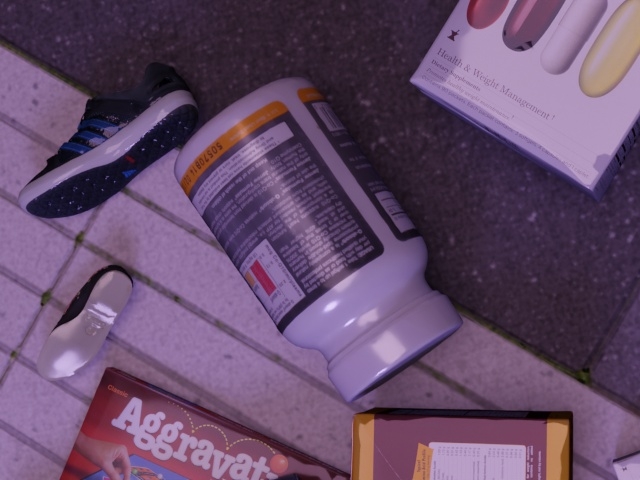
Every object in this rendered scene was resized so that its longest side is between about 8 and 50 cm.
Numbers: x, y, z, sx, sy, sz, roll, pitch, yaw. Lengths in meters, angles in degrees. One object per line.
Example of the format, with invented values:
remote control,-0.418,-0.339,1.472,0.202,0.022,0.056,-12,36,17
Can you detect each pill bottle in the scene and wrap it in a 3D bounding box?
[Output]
pill bottle,0.000,0.000,1.504,0.162,0.162,0.278,-35,81,7

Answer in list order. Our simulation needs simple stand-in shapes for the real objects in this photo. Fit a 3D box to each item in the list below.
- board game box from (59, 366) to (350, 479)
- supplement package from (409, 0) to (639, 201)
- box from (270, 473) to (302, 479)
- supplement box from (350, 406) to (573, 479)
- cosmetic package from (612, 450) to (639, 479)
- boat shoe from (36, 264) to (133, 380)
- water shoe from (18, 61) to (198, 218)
board game box,-0.110,0.244,1.580,0.281,0.027,0.145,23,90,11
supplement package,0.222,-0.174,1.480,0.194,0.149,0.203,32,94,11
box,-0.128,0.424,1.410,0.318,0.097,0.395,-21,47,11
supplement box,0.131,0.252,1.482,0.194,0.129,0.191,1,87,11
cosmetic package,0.352,0.297,1.473,0.098,0.060,0.239,-20,83,7
boat shoe,-0.232,0.082,1.607,0.049,0.042,0.133,36,95,-15
water shoe,-0.215,-0.097,1.609,0.203,0.073,0.080,-31,60,3
